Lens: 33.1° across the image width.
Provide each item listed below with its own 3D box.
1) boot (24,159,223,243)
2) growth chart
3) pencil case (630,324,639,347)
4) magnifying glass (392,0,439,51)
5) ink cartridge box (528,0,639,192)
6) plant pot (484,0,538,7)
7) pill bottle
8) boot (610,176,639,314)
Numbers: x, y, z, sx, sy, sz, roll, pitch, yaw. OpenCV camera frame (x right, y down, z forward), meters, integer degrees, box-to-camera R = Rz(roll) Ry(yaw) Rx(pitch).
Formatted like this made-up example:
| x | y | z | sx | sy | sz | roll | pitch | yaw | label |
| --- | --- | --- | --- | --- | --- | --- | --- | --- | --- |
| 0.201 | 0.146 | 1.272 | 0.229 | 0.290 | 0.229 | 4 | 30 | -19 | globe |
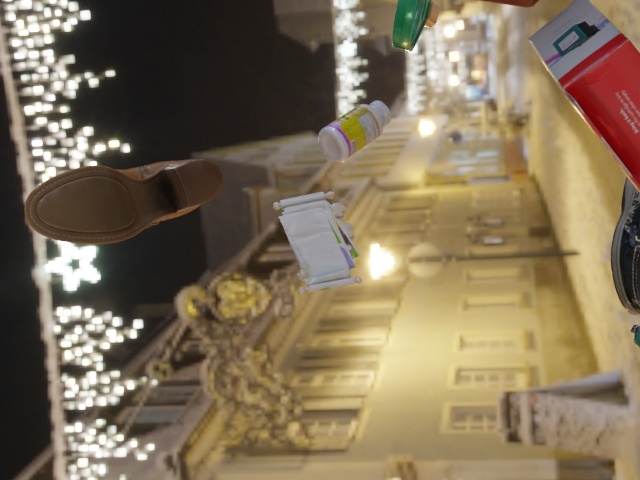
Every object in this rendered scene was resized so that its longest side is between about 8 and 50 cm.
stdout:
| x | y | z | sx | sy | sz | roll | pitch | yaw | label |
| --- | --- | --- | --- | --- | --- | --- | --- | --- | --- |
| -0.204 | -0.033 | 1.056 | 0.152 | 0.197 | 0.073 | -8 | 92 | 62 | boot |
| 0.000 | 0.000 | 2.194 | 0.021 | 0.171 | 0.237 | -56 | 46 | 49 | growth chart |
| 0.571 | 0.174 | 1.708 | 0.064 | 0.151 | 0.070 | -24 | -42 | -37 | pencil case |
| 0.103 | -0.241 | 1.115 | 0.231 | 0.026 | 0.092 | -43 | -34 | -77 | magnifying glass |
| 0.291 | -0.144 | 1.062 | 0.134 | 0.078 | 0.231 | 47 | -163 | -20 | ink cartridge box |
| 0.171 | -0.412 | 1.190 | 0.267 | 0.267 | 0.236 | -102 | 22 | -49 | plant pot |
| 0.040 | -0.124 | 1.203 | 0.083 | 0.043 | 0.043 | -36 | -47 | -30 | pill bottle |
| 0.510 | -0.015 | 1.513 | 0.085 | 0.178 | 0.237 | 27 | -113 | -38 | boot |
